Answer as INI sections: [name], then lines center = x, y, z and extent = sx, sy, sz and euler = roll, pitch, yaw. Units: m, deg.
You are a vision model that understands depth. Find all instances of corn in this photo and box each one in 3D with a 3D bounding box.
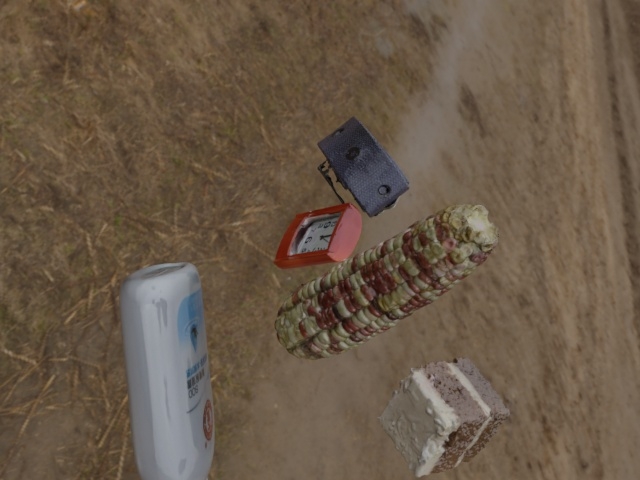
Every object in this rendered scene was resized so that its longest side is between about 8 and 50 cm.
[corn]
center = 0.053, 0.038, 0.609
extent = 0.079, 0.237, 0.079
euler = 29, 42, -30

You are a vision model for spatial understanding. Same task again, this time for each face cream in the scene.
[face cream]
center = -0.168, 0.199, 0.785
extent = 0.163, 0.080, 0.337
euler = -55, 141, -84

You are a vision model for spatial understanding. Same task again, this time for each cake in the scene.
[cake]
center = 0.185, 0.269, 1.059
extent = 0.147, 0.135, 0.134
euler = 3, 35, -33

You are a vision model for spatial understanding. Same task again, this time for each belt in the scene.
[belt]
center = 0.071, -0.136, 1.303
extent = 0.139, 0.126, 0.230
euler = 49, 6, -38

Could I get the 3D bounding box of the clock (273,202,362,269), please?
[clock]
center = 0.000, 0.000, 1.214
extent = 0.061, 0.155, 0.113
euler = 41, 59, -28
